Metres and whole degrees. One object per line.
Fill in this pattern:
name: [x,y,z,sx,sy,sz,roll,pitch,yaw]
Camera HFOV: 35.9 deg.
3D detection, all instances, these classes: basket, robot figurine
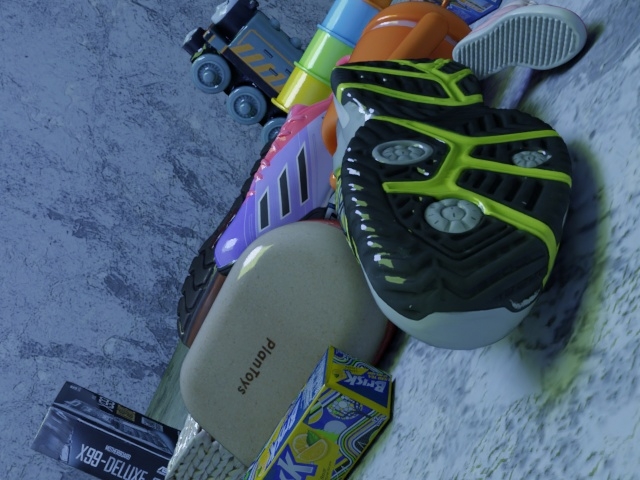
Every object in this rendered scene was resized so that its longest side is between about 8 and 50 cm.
basket: [-0.077,0.181,1.000,0.113,0.103,0.167,-56,12,44]
robot figurine: [0.080,-0.138,0.942,0.128,0.158,0.220,2,58,36]

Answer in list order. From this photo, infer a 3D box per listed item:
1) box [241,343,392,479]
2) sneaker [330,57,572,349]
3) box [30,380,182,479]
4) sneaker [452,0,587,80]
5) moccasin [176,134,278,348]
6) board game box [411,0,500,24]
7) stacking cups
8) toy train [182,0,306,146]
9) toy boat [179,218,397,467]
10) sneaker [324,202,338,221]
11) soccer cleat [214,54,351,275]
box: [-0.009,0.167,0.785,0.169,0.059,0.054,-58,9,30]
sneaker: [0.082,-0.019,0.687,0.385,0.145,0.147,-90,-2,-66]
box: [-0.346,0.336,1.659,0.077,0.242,0.307,-64,8,-5]
sneaker: [0.166,-0.165,0.766,0.070,0.051,0.134,-39,17,-24]
moccasin: [-0.107,0.017,1.601,0.380,0.147,0.139,-60,23,0]
board game box: [0.096,-0.307,1.092,0.035,0.201,0.136,-63,9,-2]
stacking cups: [0.049,-0.311,1.407,0.316,0.096,0.096,-59,9,8]
toy train: [-0.096,-0.307,1.861,0.190,0.334,0.142,-44,13,21]
toy boat: [-0.012,0.087,0.884,0.151,0.151,0.231,-17,-38,-60]
sneaker: [0.000,0.000,1.159,0.121,0.079,0.217,-66,9,-19]
soccer cleat: [-0.026,-0.086,1.129,0.318,0.116,0.108,-45,17,-28]
